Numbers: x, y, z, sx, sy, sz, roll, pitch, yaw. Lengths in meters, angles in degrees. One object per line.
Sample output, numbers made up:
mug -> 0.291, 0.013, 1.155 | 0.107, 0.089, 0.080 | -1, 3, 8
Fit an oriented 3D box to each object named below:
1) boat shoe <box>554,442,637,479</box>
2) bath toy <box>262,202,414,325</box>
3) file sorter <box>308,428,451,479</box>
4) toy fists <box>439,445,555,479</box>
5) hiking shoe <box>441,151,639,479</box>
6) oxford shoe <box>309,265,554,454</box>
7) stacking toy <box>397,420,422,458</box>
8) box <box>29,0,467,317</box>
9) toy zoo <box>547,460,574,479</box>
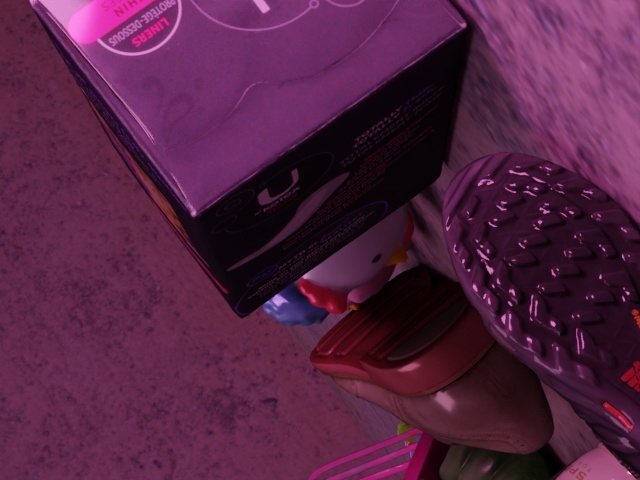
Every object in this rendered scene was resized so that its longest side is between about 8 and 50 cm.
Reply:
boat shoe -> 0.241, 0.240, 0.922 | 0.285, 0.089, 0.104 | 51, 173, 18
bath toy -> 0.000, 0.000, 1.216 | 0.348, 0.151, 0.129 | 146, 124, -79
file sorter -> 0.068, 0.311, 1.460 | 0.202, 0.182, 0.291 | 64, -167, -3
toy fists -> 0.205, 0.274, 1.350 | 0.279, 0.096, 0.142 | 52, 173, 26
hiking shoe -> 0.136, 0.058, 0.741 | 0.227, 0.086, 0.114 | 51, 170, 22
oxford shoe -> 0.083, 0.107, 1.254 | 0.130, 0.123, 0.348 | 50, 176, -9
stacking toy -> 0.140, 0.263, 1.794 | 0.221, 0.052, 0.167 | 56, -172, -14
box -> -0.031, -0.079, 0.868 | 0.143, 0.165, 0.270 | 53, 173, 11
toy zoo -> 0.169, 0.290, 1.140 | 0.192, 0.030, 0.293 | 52, -144, 11
